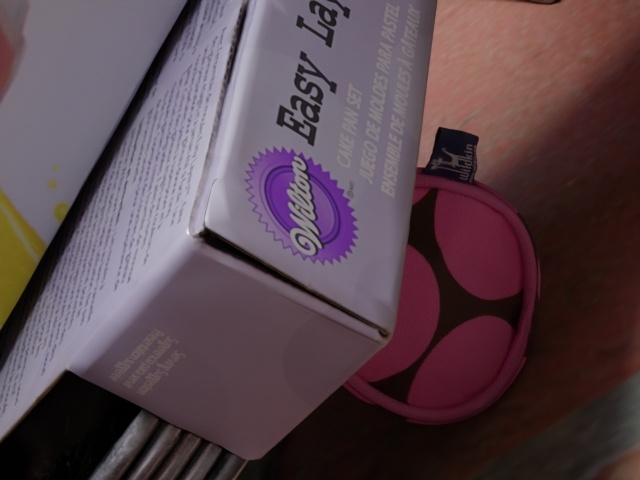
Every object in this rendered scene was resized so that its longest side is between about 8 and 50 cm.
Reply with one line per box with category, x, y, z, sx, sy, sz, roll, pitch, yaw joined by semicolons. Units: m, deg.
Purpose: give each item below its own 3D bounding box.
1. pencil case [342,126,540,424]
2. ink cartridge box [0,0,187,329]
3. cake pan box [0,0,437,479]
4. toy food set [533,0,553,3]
pencil case;0.000;0.000;0.700;0.209;0.098;0.095;17;87;69
ink cartridge box;-0.200;-0.087;0.529;0.384;0.279;0.160;-60;34;0
cake pan box;-0.056;-0.012;0.614;0.246;0.070;0.267;-47;23;40
toy food set;0.159;-0.251;0.979;0.306;0.092;0.220;-46;31;-7
